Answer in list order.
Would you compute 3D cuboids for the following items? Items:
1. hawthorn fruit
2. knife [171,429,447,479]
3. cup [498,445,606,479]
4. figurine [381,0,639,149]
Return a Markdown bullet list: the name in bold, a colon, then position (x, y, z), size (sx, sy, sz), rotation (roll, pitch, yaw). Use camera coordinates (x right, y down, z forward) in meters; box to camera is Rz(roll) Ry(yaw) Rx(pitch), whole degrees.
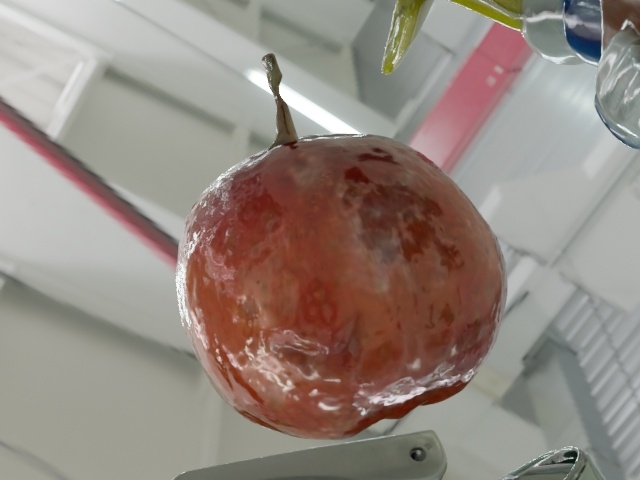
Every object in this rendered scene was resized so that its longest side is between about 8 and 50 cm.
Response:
- **hawthorn fruit**: position (0.000, 0.000, 0.894), size (0.242, 0.242, 0.271), rotation (-57, -54, -69)
- **knife**: position (-0.011, 0.222, 1.132), size (0.266, 0.040, 0.073), rotation (-9, -133, -17)
- **cup**: position (0.260, 0.420, 1.272), size (0.392, 0.310, 0.401), rotation (53, -145, 4)
- **figurine**: position (0.222, -0.130, 0.679), size (0.338, 0.204, 0.283), rotation (21, -173, -4)
